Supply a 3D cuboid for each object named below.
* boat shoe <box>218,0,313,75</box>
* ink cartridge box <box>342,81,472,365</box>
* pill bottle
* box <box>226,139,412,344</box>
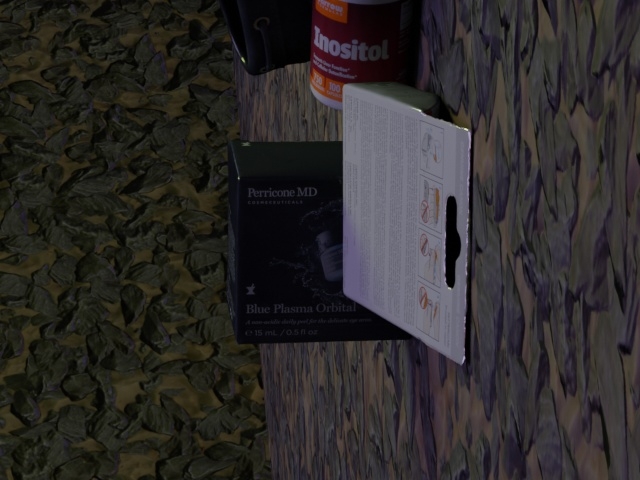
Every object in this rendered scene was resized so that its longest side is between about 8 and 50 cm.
[{"bbox_3d":[-0.097,-0.323,1.611,0.500,0.156,0.187,59,-174,-44],"label":"boat shoe"},{"bbox_3d":[0.082,-0.019,1.488,0.224,0.056,0.181,-154,61,-62],"label":"ink cartridge box"},{"bbox_3d":[0.035,-0.190,1.612,0.086,0.086,0.152,-101,11,-57],"label":"pill bottle"},{"bbox_3d":[0.000,0.000,1.659,0.093,0.156,0.158,-106,16,-66],"label":"box"}]
